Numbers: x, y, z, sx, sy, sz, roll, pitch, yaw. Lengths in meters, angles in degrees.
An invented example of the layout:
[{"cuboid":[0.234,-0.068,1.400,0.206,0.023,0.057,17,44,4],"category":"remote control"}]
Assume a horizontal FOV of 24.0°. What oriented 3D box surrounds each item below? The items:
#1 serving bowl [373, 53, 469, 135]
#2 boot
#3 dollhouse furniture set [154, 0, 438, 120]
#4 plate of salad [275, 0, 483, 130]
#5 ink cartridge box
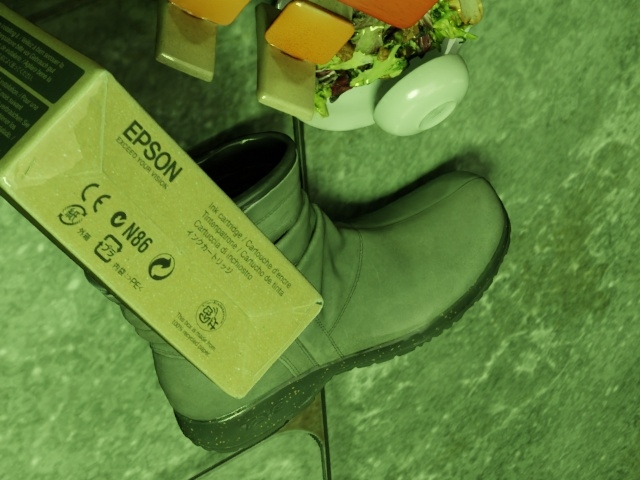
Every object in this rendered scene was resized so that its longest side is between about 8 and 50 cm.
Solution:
[{"cuboid":[0.082,-0.106,1.153,0.083,0.027,0.083,-31,162,-11],"category":"serving bowl"},{"cuboid":[0.000,0.000,1.153,0.338,0.118,0.222,-37,135,-19],"category":"boot"},{"cuboid":[-0.031,-0.194,0.863,0.259,0.135,0.262,20,138,-26],"category":"dollhouse furniture set"},{"cuboid":[0.050,-0.164,1.107,0.200,0.048,0.200,-25,137,-26],"category":"plate of salad"},{"cuboid":[-0.132,-0.030,0.910,0.088,0.193,0.234,-48,132,-6],"category":"ink cartridge box"}]
